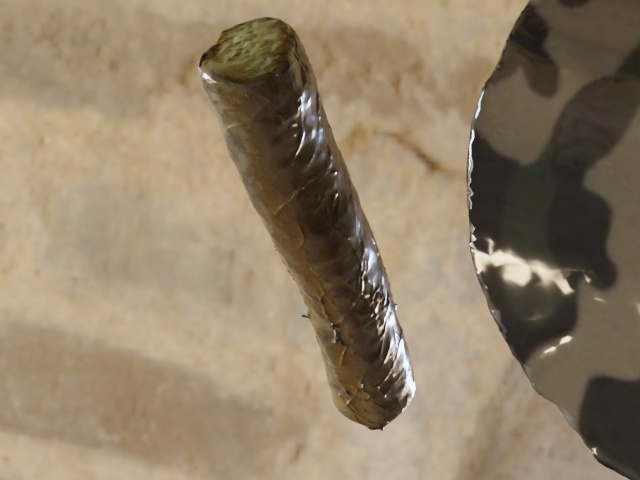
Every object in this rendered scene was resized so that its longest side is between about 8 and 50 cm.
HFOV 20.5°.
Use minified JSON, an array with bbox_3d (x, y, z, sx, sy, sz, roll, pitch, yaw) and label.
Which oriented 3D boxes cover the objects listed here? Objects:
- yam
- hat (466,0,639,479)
[{"bbox_3d":[0.000,0.000,1.028,0.066,0.066,0.300,3,-43,24],"label":"yam"},{"bbox_3d":[0.227,-0.019,0.566,0.381,0.366,0.257,17,-8,13],"label":"hat"}]
